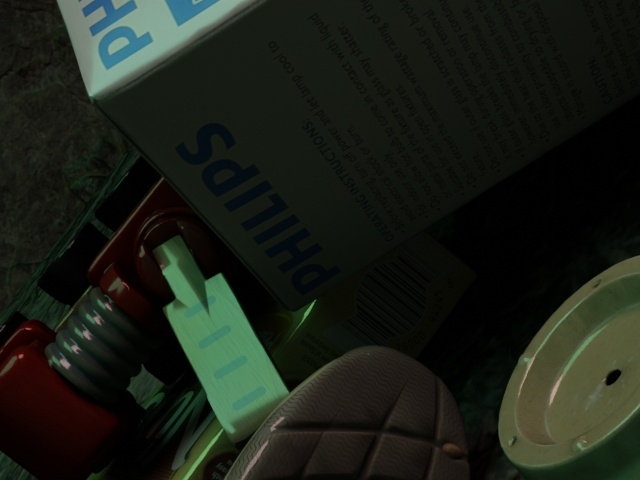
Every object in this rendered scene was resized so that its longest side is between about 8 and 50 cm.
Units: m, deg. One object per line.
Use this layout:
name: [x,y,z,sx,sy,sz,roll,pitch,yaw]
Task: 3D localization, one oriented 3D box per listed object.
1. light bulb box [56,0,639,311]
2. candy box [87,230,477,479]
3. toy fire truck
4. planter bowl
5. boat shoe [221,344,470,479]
light bulb box: [0.027,-0.216,0.837,0.361,0.225,0.358,-32,47,6]
candy box: [-0.046,0.115,0.937,0.316,0.087,0.183,-53,17,-8]
toy fire truck: [-0.114,0.072,0.846,0.217,0.158,0.246,-50,7,1]
planter bowl: [0.136,0.073,0.504,0.162,0.109,0.162,-45,18,19]
boat shoe: [-0.045,0.205,0.669,0.130,0.132,0.355,-25,29,56]
